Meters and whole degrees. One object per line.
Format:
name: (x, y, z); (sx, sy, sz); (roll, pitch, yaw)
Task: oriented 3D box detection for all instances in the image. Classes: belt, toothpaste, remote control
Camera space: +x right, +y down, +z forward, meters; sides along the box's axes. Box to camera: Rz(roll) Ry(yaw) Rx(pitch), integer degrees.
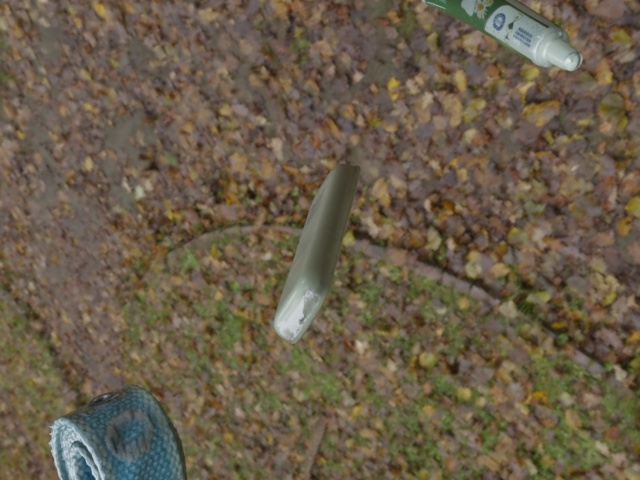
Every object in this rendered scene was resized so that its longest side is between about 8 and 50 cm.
belt: (-0.122, 0.249, 0.577); (0.087, 0.072, 0.302); (7, 114, 41)
toothpaste: (0.143, -0.187, 0.650); (0.204, 0.031, 0.049); (52, 134, 45)
remote control: (0.001, 0.000, 0.878); (0.038, 0.309, 0.090); (29, 118, -7)
